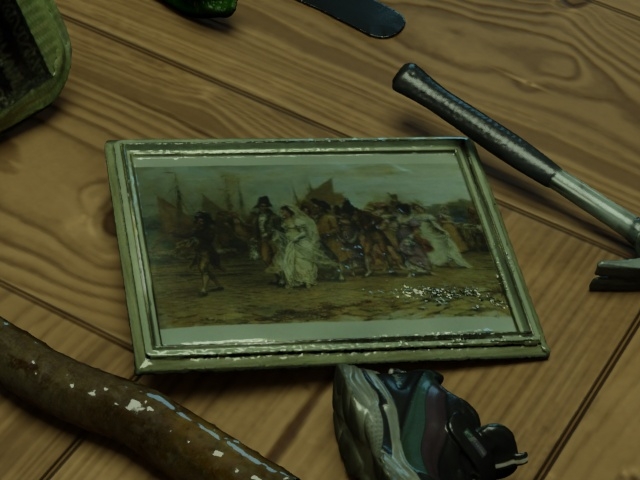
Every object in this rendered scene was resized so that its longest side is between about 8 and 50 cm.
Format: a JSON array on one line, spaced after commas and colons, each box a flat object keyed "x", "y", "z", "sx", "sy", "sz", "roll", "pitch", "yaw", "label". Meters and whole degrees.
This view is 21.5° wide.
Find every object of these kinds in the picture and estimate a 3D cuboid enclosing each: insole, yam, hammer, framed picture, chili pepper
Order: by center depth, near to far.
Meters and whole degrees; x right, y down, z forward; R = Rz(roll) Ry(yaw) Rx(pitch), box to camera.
[{"x": -0.155, "y": 0.086, "z": 1.025, "sx": 0.326, "sy": 0.045, "sz": 0.045, "roll": 27, "pitch": 84, "yaw": 22, "label": "yam"}, {"x": 0.000, "y": 0.000, "z": 1.115, "sx": 0.274, "sy": 0.017, "sz": 0.217, "roll": -2, "pitch": 45, "yaw": -15, "label": "framed picture"}, {"x": 0.147, "y": -0.049, "z": 1.168, "sx": 0.246, "sy": 0.029, "sz": 0.103, "roll": 34, "pitch": 54, "yaw": 18, "label": "hammer"}, {"x": -0.107, "y": -0.238, "z": 1.342, "sx": 0.073, "sy": 0.050, "sz": 0.182, "roll": 0, "pitch": 47, "yaw": -12, "label": "chili pepper"}, {"x": 0.005, "y": -0.200, "z": 1.344, "sx": 0.152, "sy": 0.002, "sz": 0.053, "roll": 32, "pitch": 52, "yaw": 25, "label": "insole"}]

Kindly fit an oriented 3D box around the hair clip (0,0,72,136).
[{"x": -0.306, "y": -0.075, "z": 1.131, "sx": 0.091, "sy": 0.138, "sz": 0.321, "roll": 1, "pitch": 37, "yaw": 42, "label": "hair clip"}]

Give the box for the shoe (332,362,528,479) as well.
[{"x": 0.072, "y": 0.131, "z": 0.979, "sx": 0.099, "sy": 0.071, "sz": 0.169, "roll": -10, "pitch": 44, "yaw": -17, "label": "shoe"}]
